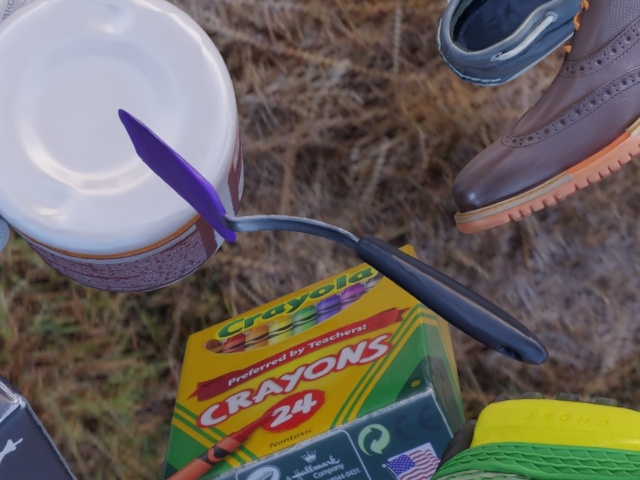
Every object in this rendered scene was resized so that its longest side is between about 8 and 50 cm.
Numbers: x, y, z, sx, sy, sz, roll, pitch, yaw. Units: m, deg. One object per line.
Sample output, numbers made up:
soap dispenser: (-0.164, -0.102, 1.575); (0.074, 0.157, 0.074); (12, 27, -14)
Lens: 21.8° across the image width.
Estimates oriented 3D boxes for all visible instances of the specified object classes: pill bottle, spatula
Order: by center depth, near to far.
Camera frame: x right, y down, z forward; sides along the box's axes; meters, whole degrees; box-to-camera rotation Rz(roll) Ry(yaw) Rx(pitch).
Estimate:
spatula: (0.000, 0.000, 0.957); (0.030, 0.296, 0.084); (-59, 159, -18)
pill bottle: (-0.183, -0.072, 1.504); (0.224, 0.392, 0.224); (0, 81, -2)

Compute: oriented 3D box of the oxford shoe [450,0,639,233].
oxford shoe: (0.222, -0.147, 1.213); (0.363, 0.130, 0.133); (-40, 95, 7)

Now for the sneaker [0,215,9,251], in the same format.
sneaker: (-0.431, -0.005, 1.400); (0.292, 0.169, 0.108); (-25, 152, -23)

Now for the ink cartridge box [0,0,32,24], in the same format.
ink cartridge box: (-0.436, -0.219, 1.744); (0.261, 0.296, 0.066); (18, 74, -6)

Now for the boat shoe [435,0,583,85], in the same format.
boat shoe: (0.219, -0.247, 1.329); (0.319, 0.099, 0.116); (-43, 79, 12)

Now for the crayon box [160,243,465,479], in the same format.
crayon box: (-0.004, 0.109, 1.237); (0.202, 0.318, 0.081); (-24, 108, 8)

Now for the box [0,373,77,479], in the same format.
box: (-0.283, 0.105, 0.883); (0.183, 0.294, 0.296); (-46, 159, -17)

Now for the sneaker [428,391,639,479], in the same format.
sneaker: (0.157, 0.143, 0.623); (0.343, 0.146, 0.134); (-10, 114, 45)
